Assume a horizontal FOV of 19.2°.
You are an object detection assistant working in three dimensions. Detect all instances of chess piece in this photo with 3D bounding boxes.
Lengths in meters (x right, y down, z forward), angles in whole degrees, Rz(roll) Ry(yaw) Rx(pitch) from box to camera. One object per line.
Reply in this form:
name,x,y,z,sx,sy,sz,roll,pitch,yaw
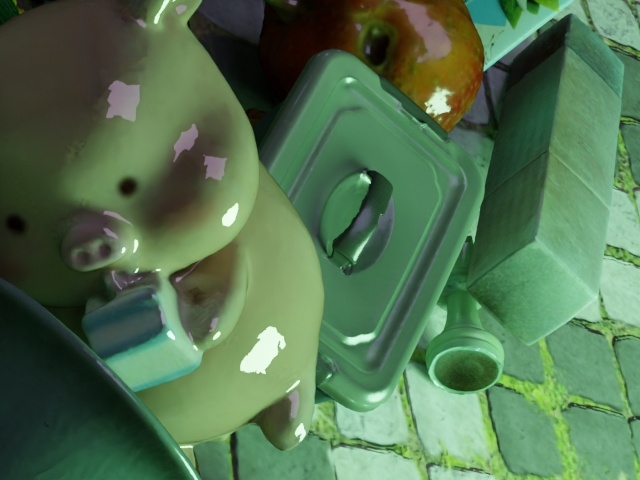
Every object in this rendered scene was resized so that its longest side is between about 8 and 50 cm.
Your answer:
chess piece,0.107,0.045,1.445,0.059,0.059,0.149,30,37,-27

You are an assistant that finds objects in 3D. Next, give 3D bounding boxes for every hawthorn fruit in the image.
hawthorn fruit,-0.013,-0.158,1.374,0.285,0.165,0.165,23,48,-30

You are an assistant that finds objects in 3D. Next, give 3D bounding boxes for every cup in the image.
cup,-0.177,0.135,1.015,0.199,0.199,0.150,47,70,-8

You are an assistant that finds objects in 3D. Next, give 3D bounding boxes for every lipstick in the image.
lipstick,0.188,-0.060,1.536,0.076,0.080,0.371,43,32,-15

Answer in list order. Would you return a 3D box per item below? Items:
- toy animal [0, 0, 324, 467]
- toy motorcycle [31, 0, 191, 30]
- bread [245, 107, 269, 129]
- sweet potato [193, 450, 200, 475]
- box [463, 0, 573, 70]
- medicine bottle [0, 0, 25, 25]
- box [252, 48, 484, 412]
toy animal,-0.112,-0.008,1.065,0.256,0.195,0.213,66,10,-55
toy motorcycle,-0.145,-0.182,1.257,0.270,0.106,0.159,74,-3,-47
bread,-0.004,-0.045,1.401,0.157,0.044,0.052,33,30,-23
sweet potato,-0.107,0.124,1.170,0.057,0.057,0.264,9,54,-41
box,0.111,-0.210,1.486,0.142,0.232,0.083,51,27,-3
medicine bottle,-0.194,-0.112,1.139,0.095,0.064,0.260,42,-12,30
box,0.000,0.000,1.279,0.162,0.130,0.227,39,55,-18
